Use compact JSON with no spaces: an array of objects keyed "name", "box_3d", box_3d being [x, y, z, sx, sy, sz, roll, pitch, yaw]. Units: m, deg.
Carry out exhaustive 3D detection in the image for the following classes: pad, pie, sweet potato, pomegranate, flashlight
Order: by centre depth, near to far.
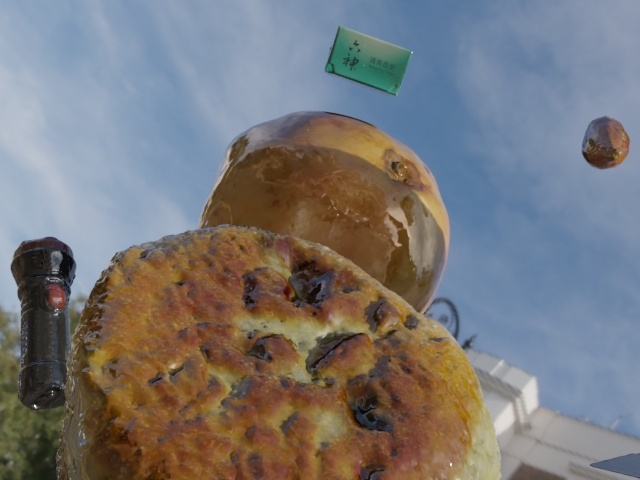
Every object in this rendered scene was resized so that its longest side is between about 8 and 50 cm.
[{"name":"pie","box_3d":[-0.021,0.098,0.535,0.315,0.315,0.092,40,-54,17]},{"name":"sweet potato","box_3d":[0.210,-0.072,0.614,0.034,0.095,0.034,7,-66,15]},{"name":"pad","box_3d":[0.408,0.269,0.963,0.157,0.112,0.003,0,-92,50]},{"name":"flashlight","box_3d":[-0.364,0.108,1.104,0.093,0.093,0.232,106,-25,-50]},{"name":"pomegranate","box_3d":[0.000,0.000,1.289,0.411,0.411,0.411,30,-40,29]}]

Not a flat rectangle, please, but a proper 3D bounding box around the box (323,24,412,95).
[{"name":"box","box_3d":[0.089,-0.357,1.672,0.153,0.245,0.092,18,-80,-4]}]
